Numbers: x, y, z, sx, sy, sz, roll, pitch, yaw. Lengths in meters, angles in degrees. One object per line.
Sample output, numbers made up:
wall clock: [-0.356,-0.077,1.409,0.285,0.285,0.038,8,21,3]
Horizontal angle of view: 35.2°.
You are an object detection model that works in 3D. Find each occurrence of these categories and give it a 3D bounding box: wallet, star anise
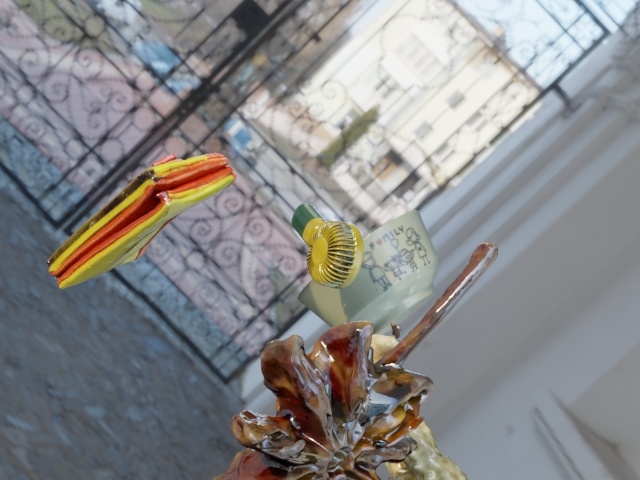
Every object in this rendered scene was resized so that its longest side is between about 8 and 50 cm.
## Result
wallet: [-0.217,-0.029,1.213,0.141,0.241,0.067,-26,85,-51]
star anise: [0.025,0.114,0.619,0.073,0.234,0.177,29,-50,47]

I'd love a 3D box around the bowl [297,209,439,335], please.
bowl: [0.084,0.062,1.411,0.112,0.211,0.211,53,8,12]

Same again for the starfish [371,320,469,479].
starfish: [0.133,0.308,0.744,0.432,0.082,0.324,50,-28,36]

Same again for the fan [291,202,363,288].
fan: [0.000,0.000,1.261,0.039,0.082,0.155,11,21,-30]
